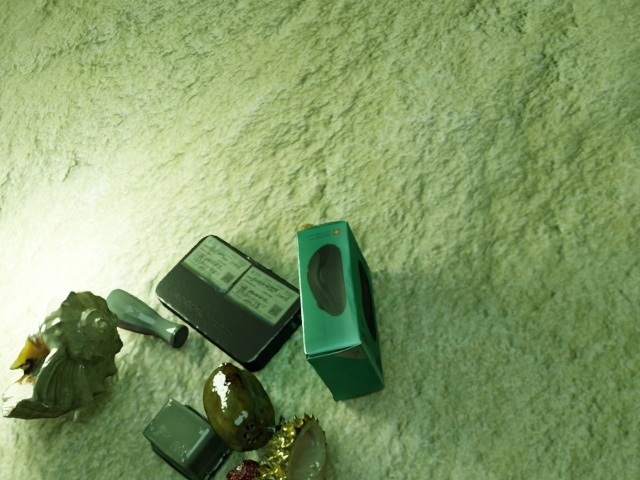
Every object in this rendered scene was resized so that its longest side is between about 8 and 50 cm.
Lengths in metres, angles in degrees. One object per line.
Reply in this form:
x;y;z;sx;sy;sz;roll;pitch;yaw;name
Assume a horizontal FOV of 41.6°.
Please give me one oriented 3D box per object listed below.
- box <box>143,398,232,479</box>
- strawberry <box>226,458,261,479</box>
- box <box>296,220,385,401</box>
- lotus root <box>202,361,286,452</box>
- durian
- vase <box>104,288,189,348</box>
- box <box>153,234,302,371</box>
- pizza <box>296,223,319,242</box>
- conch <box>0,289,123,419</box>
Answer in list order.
-0.278;0.406;1.730;0.172;0.093;0.124;26;68;33;box
-0.142;0.471;1.653;0.073;0.073;0.083;-31;67;-3;strawberry
0.042;0.141;1.731;0.118;0.205;0.311;-15;51;13;box
-0.166;0.335;1.696;0.123;0.124;0.241;-55;27;4;lotus root
-0.061;0.443;1.571;0.138;0.183;0.250;-13;50;37;durian
-0.402;0.185;1.946;0.214;0.086;0.086;20;65;25;vase
-0.203;0.134;1.921;0.350;0.058;0.211;31;69;34;box
0.000;0.000;1.959;0.108;0.026;0.123;-22;49;1;pizza
-0.567;0.282;1.867;0.352;0.210;0.297;-48;17;41;conch
